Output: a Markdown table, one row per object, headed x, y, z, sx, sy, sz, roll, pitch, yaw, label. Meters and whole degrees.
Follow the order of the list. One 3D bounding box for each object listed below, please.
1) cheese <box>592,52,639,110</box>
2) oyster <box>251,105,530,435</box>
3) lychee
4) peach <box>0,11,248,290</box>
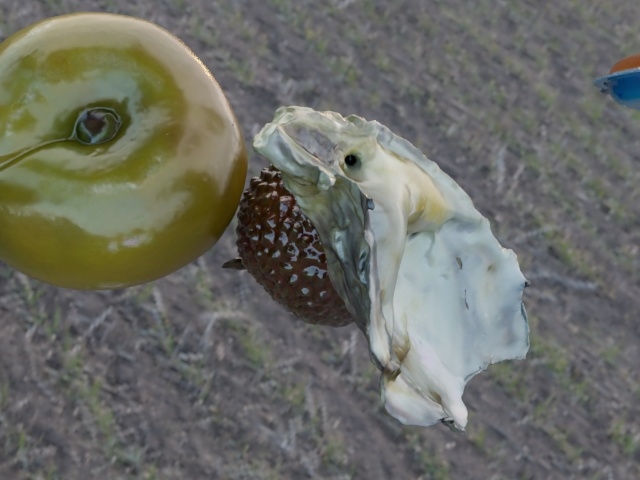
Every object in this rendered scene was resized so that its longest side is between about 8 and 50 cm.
| x | y | z | sx | sy | sz | roll | pitch | yaw | label |
| --- | --- | --- | --- | --- | --- | --- | --- | --- | --- |
| 0.265 | -0.111 | 0.829 | 0.106 | 0.037 | 0.256 | 0 | -2 | -20 | cheese |
| 0.062 | 0.026 | 1.008 | 0.275 | 0.100 | 0.271 | -3 | 72 | -59 | oyster |
| 0.000 | 0.000 | 1.145 | 0.165 | 0.197 | 0.165 | 37 | 36 | -34 | lychee |
| -0.189 | -0.074 | 1.084 | 0.251 | 0.153 | 0.251 | 0 | 68 | -1 | peach |
